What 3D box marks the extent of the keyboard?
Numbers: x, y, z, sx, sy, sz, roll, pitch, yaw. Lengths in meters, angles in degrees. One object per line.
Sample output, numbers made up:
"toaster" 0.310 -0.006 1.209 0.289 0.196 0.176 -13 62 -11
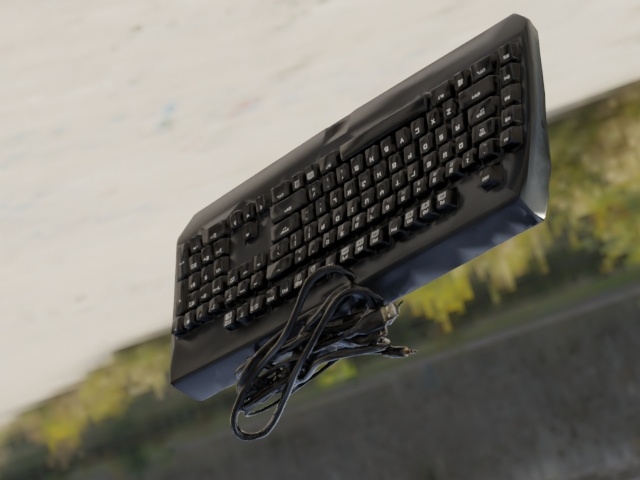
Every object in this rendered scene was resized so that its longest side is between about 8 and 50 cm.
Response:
"keyboard" 0.000 0.000 0.668 0.038 0.100 0.192 15 149 -35
